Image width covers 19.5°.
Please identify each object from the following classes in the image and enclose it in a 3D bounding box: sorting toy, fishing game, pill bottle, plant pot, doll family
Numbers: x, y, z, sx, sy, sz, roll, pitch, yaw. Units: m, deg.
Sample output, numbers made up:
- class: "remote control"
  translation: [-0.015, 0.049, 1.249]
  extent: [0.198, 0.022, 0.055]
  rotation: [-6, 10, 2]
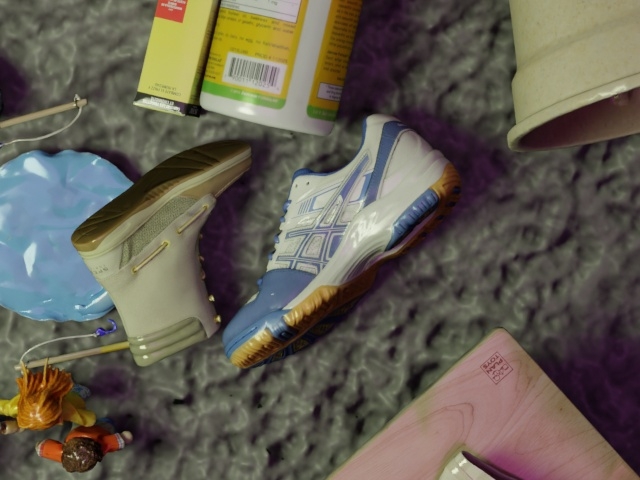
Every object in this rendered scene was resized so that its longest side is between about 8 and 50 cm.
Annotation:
- class: "sorting toy"
  translation: [0.163, 0.258, 1.825]
  extent: [0.257, 0.089, 0.255]
  rotation: [-42, 93, 2]
- class: "fishing game"
  translation: [-0.263, -0.007, 1.890]
  extent: [0.189, 0.041, 0.264]
  rotation: [-16, 98, 0]
- class: "pill bottle"
  translation: [-0.028, -0.235, 1.821]
  extent: [0.136, 0.136, 0.245]
  rotation: [13, 95, -1]
- class: "plant pot"
  translation: [0.298, -0.276, 1.748]
  extent: [0.334, 0.334, 0.305]
  rotation: [-15, 84, 1]
- class: "doll family"
  translation: [-0.323, 0.182, 1.839]
  extent: [0.263, 0.163, 0.118]
  rotation: [-11, 94, 1]

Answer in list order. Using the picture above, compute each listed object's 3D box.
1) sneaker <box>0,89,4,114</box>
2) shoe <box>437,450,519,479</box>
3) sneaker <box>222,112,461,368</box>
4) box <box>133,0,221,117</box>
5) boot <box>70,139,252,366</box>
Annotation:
- class: "sneaker"
  translation: [-0.438, -0.198, 1.818]
  extent: [0.283, 0.122, 0.110]
  rotation: [30, 61, -3]
- class: "shoe"
  translation: [0.210, 0.265, 1.742]
  extent: [0.219, 0.076, 0.058]
  rotation: [25, 98, 0]
- class: "sneaker"
  translation: [0.000, 0.000, 1.870]
  extent: [0.296, 0.112, 0.131]
  rotation: [-43, 75, 1]
- class: "box"
  translation: [-0.126, -0.240, 1.848]
  extent: [0.058, 0.087, 0.232]
  rotation: [15, 95, 6]
- class: "boot"
  translation: [-0.133, 0.010, 1.866]
  extent: [0.213, 0.077, 0.165]
  rotation: [-37, 117, -27]
